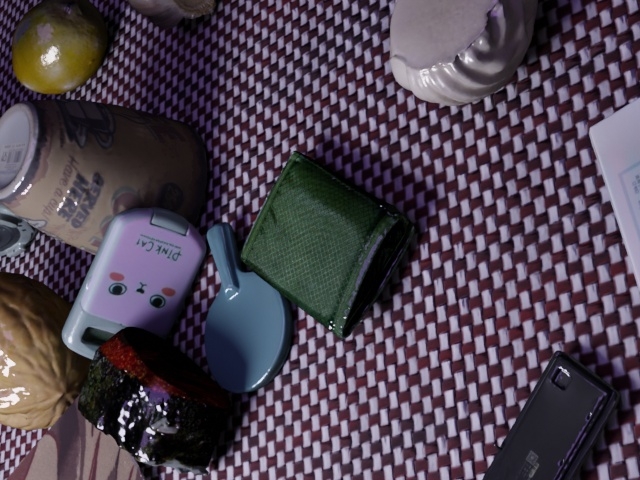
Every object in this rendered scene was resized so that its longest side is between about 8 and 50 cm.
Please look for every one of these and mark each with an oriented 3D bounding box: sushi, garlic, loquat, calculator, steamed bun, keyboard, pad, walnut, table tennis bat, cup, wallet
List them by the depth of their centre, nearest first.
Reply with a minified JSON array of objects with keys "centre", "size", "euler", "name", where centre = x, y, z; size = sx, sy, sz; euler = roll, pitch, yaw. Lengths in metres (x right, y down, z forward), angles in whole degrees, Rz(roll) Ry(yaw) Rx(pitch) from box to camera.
[{"centre":[0.200,0.221,1.120],"size":[0.094,0.025,0.230],"euler":[40,107,45],"name":"keyboard"},{"centre":[0.160,-0.230,1.263],"size":[0.183,0.106,0.183],"euler":[-17,64,39],"name":"steamed bun"},{"centre":[0.002,0.001,1.389],"size":[0.236,0.055,0.160],"euler":[35,96,51],"name":"wallet"},{"centre":[-0.216,0.208,1.496],"size":[0.225,0.136,0.126],"euler":[33,99,48],"name":"sushi"},{"centre":[-0.104,0.081,1.497],"size":[0.149,0.038,0.237],"euler":[-39,55,31],"name":"table tennis bat"},{"centre":[-0.252,0.070,1.583],"size":[0.246,0.141,0.045],"euler":[-63,28,9],"name":"calculator"},{"centre":[-0.357,0.380,1.636],"size":[0.330,0.004,0.220],"euler":[-48,64,27],"name":"pad"},{"centre":[-0.349,-0.094,1.661],"size":[0.301,0.257,0.227],"euler":[-9,68,48],"name":"cup"},{"centre":[-0.437,0.160,1.700],"size":[0.261,0.225,0.225],"euler":[31,100,40],"name":"walnut"},{"centre":[-0.239,-0.404,1.740],"size":[0.127,0.131,0.194],"euler":[-29,52,2],"name":"garlic"},{"centre":[-0.432,-0.317,1.917],"size":[0.195,0.152,0.152],"euler":[-47,46,37],"name":"loquat"}]

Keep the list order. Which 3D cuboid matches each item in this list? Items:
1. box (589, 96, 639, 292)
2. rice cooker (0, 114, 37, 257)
[{"centre":[0.335,-0.010,1.012],"size":[0.135,0.079,0.269],"euler":[-34,54,36],"name":"box"},{"centre":[-0.583,-0.098,1.932],"size":[0.280,0.241,0.227],"euler":[-12,68,6],"name":"rice cooker"}]
